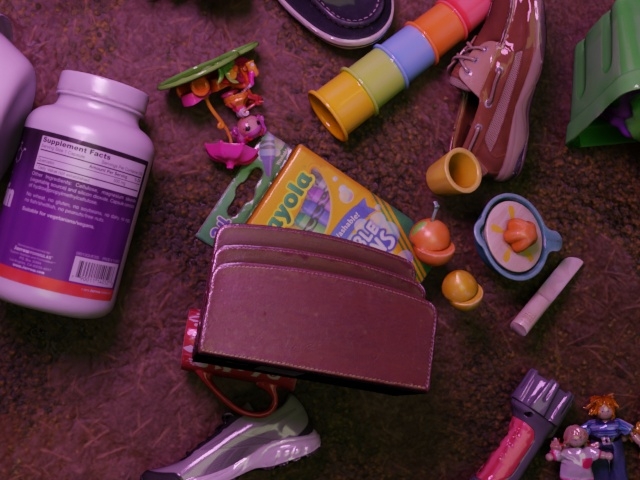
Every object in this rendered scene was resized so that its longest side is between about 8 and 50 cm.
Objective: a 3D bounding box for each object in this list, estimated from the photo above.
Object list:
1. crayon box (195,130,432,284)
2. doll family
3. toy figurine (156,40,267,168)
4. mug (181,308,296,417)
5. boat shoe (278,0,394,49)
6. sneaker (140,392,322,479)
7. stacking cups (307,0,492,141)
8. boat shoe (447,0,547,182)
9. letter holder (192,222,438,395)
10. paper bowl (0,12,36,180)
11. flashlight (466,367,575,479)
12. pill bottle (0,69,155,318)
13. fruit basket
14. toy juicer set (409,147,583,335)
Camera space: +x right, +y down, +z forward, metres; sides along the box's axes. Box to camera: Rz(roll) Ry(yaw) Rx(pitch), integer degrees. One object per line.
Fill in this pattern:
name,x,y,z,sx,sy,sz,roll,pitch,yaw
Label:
crayon box,0.000,0.000,1.304,0.323,0.083,0.203,33,86,-8
doll family,0.493,0.330,1.388,0.263,0.118,0.163,-5,99,9
toy figurine,-0.133,-0.191,1.282,0.173,0.130,0.159,-35,111,-30
mug,-0.117,0.170,1.266,0.169,0.113,0.150,9,45,-5
boat shoe,-0.034,-0.516,1.251,0.187,0.156,0.500,-25,96,-9
sneaker,-0.139,0.311,1.293,0.272,0.100,0.107,-17,80,-11
stacking cups,0.134,-0.276,1.315,0.316,0.096,0.096,-36,96,-8
boat shoe,0.256,-0.245,1.291,0.120,0.122,0.323,2,104,-9
letter holder,-0.004,0.080,1.172,0.302,0.152,0.214,11,77,-9
paper bowl,-0.475,-0.168,1.125,0.148,0.284,0.284,21,88,-9
flashlight,0.277,0.344,1.349,0.103,0.103,0.304,31,84,23
pill bottle,-0.341,-0.063,1.201,0.182,0.181,0.322,15,89,-9
fruit basket,0.586,-0.180,1.284,0.392,0.283,0.391,2,76,-7
toy juicer set,0.275,0.027,1.288,0.329,0.089,0.209,35,64,-20
